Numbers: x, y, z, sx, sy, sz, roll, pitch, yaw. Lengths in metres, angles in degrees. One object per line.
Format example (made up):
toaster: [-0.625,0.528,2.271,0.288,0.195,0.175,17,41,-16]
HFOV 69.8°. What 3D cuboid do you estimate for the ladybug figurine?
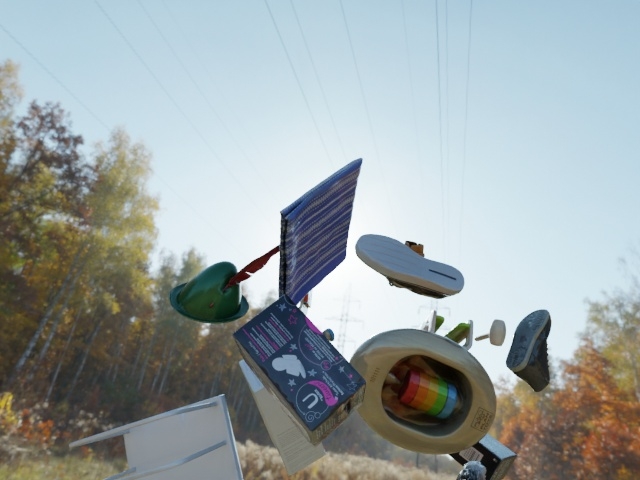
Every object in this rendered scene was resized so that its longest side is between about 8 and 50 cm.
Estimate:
ladybug figurine: [0.265,0.396,1.234,0.449,0.305,0.162,29,-6,-12]

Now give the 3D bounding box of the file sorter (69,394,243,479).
file sorter: [-0.236,0.407,0.690,0.193,0.277,0.173,-20,-16,9]

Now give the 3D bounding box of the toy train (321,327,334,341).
toy train: [0.012,0.516,2.009,0.143,0.247,0.105,-19,9,-29]

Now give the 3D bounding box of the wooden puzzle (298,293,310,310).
wooden puzzle: [-0.058,0.223,2.102,0.044,0.238,0.221,9,-16,7]

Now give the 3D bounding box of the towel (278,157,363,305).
towel: [0.000,0.000,1.029,0.040,0.243,0.336,36,-35,23]

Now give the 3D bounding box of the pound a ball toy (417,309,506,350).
pound a ball toy: [0.415,0.336,1.436,0.208,0.135,0.319,15,-29,2]

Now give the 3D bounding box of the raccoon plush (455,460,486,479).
raccoon plush: [0.224,0.735,1.127,0.299,0.216,0.446,-7,8,33]

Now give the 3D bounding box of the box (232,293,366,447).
box: [-0.045,0.265,0.932,0.247,0.142,0.163,44,-23,27]

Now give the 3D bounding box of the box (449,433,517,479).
box: [0.485,0.644,1.394,0.156,0.093,0.158,30,5,41]

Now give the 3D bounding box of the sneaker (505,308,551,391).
sneaker: [0.605,0.305,1.290,0.118,0.222,0.083,46,-26,-14]

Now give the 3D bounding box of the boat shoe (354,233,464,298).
boat shoe: [0.240,0.094,1.313,0.335,0.121,0.119,25,-40,-5]

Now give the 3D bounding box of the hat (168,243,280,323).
hat: [-0.216,0.060,1.018,0.173,0.183,0.209,31,24,30]

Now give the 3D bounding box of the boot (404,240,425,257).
boot: [0.317,0.074,1.718,0.073,0.152,0.197,-15,16,-41]

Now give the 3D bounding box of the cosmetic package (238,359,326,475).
cosmetic package: [-0.134,0.588,1.611,0.156,0.384,0.217,-25,21,-17]
